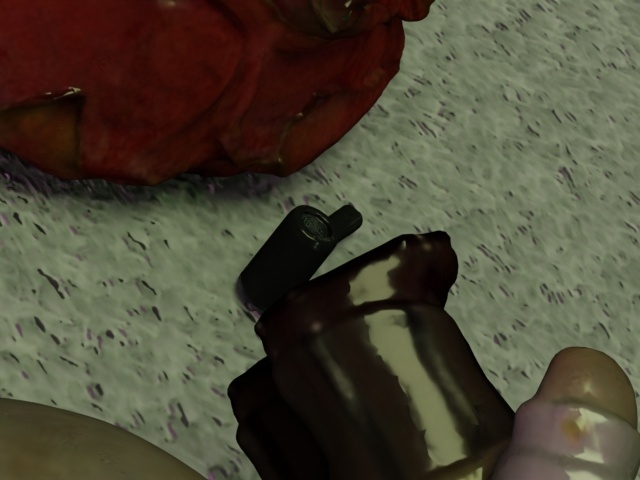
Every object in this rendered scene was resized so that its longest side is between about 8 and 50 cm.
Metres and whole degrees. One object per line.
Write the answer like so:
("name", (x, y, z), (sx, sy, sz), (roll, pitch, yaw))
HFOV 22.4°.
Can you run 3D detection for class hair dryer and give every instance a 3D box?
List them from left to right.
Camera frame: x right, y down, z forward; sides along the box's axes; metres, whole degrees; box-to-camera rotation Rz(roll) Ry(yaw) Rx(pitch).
("hair dryer", (0.000, 0.000, 0.720), (0.026, 0.047, 0.083), (46, 32, 8))

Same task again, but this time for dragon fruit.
("dragon fruit", (-0.022, -0.130, 0.692), (0.317, 0.205, 0.152), (-30, 75, -41))

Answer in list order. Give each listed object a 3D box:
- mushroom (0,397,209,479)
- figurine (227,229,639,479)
("mushroom", (-0.096, 0.155, 0.421), (0.207, 0.207, 0.215), (20, 43, -16))
("figurine", (0.102, 0.180, 0.509), (0.206, 0.218, 0.365), (0, 61, -30))
